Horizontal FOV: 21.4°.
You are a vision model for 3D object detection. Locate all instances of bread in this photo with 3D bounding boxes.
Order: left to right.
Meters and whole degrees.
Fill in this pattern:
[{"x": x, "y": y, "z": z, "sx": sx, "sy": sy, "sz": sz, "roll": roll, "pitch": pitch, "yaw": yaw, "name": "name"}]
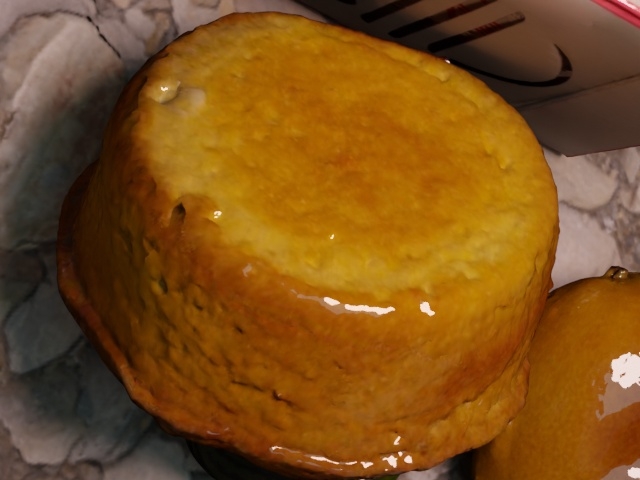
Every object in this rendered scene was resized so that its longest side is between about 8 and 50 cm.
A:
[{"x": -0.006, "y": 0.000, "z": 1.018, "sx": 0.312, "sy": 0.172, "sz": 0.312, "roll": 9, "pitch": 44, "yaw": -9, "name": "bread"}]

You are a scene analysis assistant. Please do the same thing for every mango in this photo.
[{"x": 0.188, "y": 0.134, "z": 1.166, "sx": 0.166, "sy": 0.136, "sz": 0.236, "roll": 12, "pitch": 90, "yaw": -5, "name": "mango"}]

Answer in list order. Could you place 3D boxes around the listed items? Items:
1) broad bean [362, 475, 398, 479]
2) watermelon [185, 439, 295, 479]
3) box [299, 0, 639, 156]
[{"x": 0.045, "y": 0.113, "z": 1.162, "sx": 0.069, "sy": 0.039, "sz": 0.227, "roll": 23, "pitch": 81, "yaw": -24, "name": "broad bean"}, {"x": -0.046, "y": 0.112, "z": 1.090, "sx": 0.133, "sy": 0.105, "sz": 0.105, "roll": 3, "pitch": 88, "yaw": -32, "name": "watermelon"}, {"x": 0.160, "y": -0.259, "z": 1.062, "sx": 0.300, "sy": 0.314, "sz": 0.312, "roll": 27, "pitch": 81, "yaw": -15, "name": "box"}]
